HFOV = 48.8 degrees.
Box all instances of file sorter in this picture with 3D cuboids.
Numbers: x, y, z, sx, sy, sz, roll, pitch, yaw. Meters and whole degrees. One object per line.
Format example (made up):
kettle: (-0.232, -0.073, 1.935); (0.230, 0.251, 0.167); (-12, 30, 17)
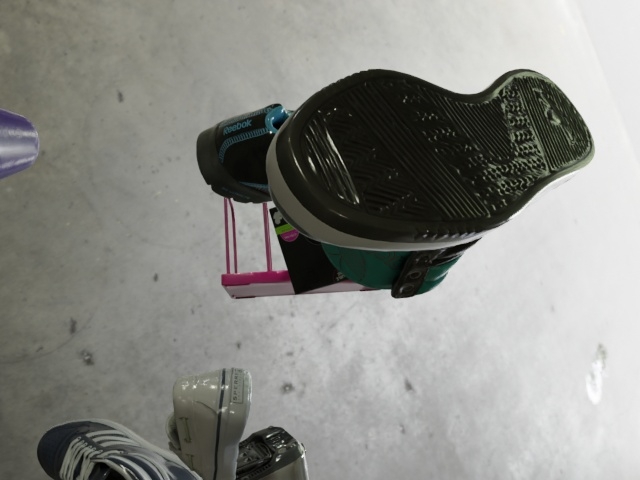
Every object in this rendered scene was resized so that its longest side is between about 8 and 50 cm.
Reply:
file sorter: (-0.026, -0.004, 1.261); (0.202, 0.290, 0.183); (103, -16, -79)

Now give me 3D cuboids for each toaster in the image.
toaster: (-0.112, 0.368, 0.971); (0.226, 0.129, 0.147); (-19, 99, -22)

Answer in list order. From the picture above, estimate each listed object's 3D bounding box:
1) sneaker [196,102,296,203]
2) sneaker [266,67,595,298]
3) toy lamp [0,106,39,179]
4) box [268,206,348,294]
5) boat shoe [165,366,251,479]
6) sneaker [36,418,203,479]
sneaker: (0.013, -0.088, 0.919); (0.340, 0.139, 0.125); (7, 70, -43)
sneaker: (0.045, -0.027, 0.473); (0.295, 0.178, 0.124); (-16, 72, -46)
toy lamp: (-0.327, -0.069, 0.509); (0.274, 0.080, 0.080); (-14, 86, -61)
box: (0.000, 0.000, 0.651); (0.052, 0.062, 0.083); (-17, 90, -65)
boat shoe: (-0.116, 0.185, 0.706); (0.075, 0.226, 0.083); (7, 49, -8)
sneaker: (-0.280, 0.286, 0.867); (0.153, 0.282, 0.099); (24, 77, -62)
